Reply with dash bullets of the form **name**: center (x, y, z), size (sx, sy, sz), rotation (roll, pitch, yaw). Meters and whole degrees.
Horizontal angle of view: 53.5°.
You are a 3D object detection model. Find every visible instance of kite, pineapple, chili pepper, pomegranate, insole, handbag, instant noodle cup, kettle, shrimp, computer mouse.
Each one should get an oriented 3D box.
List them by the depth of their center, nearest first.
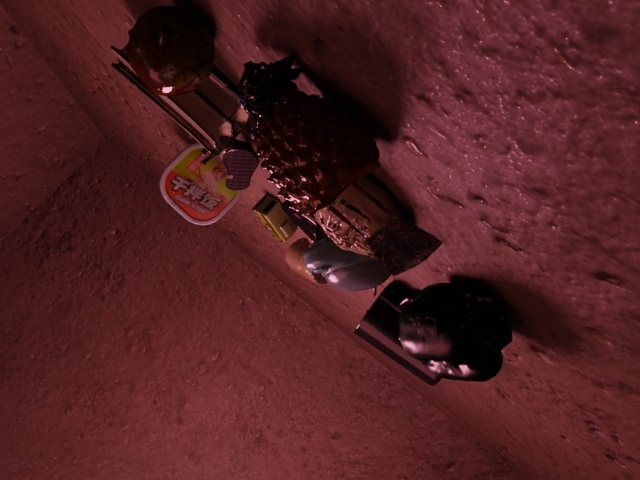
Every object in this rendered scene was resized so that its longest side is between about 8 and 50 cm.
- **pineapple**: center (-0.057, -0.238, 1.274), size (0.357, 0.223, 0.223), rotation (54, 168, 6)
- **kite**: center (0.142, -0.027, 1.453), size (0.285, 0.152, 0.015), rotation (38, -150, -28)
- **pomegranate**: center (-0.351, -0.430, 1.458), size (0.246, 0.198, 0.198), rotation (21, 156, 54)
- **chili pepper**: center (0.337, 0.221, 1.570), size (0.248, 0.233, 0.257), rotation (29, 164, -16)
- **handbag**: center (-0.372, -0.402, 1.703), size (0.358, 0.160, 0.237), rotation (42, 175, -5)
- **shrimp**: center (-0.110, -0.217, 1.788), size (0.296, 0.058, 0.169), rotation (34, 172, 47)
- **computer mouse**: center (0.005, -0.058, 1.857), size (0.170, 0.100, 0.269), rotation (28, 166, 42)
- **insole**: center (-0.246, -0.213, 1.916), size (0.110, 0.012, 0.309), rotation (0, 163, -13)
- **kettle**: center (0.301, 0.279, 2.019), size (0.308, 0.262, 0.203), rotation (36, -159, 10)
- **instant noodle cup**: center (-0.461, -0.219, 2.377), size (0.294, 0.294, 0.308), rotation (46, 173, -19)

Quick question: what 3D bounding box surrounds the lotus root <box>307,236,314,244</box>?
- **lotus root**: center (0.000, 0.000, 2.145), size (0.150, 0.062, 0.073), rotation (38, 166, 10)

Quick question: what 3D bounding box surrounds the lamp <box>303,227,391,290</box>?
- **lamp**: center (0.084, 0.061, 1.757), size (0.284, 0.147, 0.209), rotation (26, 147, -30)

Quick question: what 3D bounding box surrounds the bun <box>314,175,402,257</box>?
- **bun**: center (0.071, -0.062, 1.558), size (0.287, 0.146, 0.287), rotation (38, 162, 14)

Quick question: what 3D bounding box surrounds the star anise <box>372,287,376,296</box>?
- **star anise**: center (0.121, 0.101, 2.082), size (0.227, 0.148, 0.218), rotation (17, 136, -13)

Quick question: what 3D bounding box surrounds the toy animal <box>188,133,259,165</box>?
- **toy animal**: center (-0.293, -0.305, 1.914), size (0.217, 0.176, 0.073), rotation (65, 154, 6)

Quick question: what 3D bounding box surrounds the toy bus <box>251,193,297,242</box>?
- **toy bus**: center (-0.161, -0.076, 2.307), size (0.101, 0.088, 0.175), rotation (27, 160, 43)

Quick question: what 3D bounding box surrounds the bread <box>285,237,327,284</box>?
- **bread**: center (-0.030, 0.075, 2.322), size (0.141, 0.134, 0.148), rotation (26, 172, 36)

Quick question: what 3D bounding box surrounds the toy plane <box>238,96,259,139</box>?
- **toy plane**: center (-0.102, -0.259, 1.522), size (0.254, 0.105, 0.271), rotation (46, 170, -7)
